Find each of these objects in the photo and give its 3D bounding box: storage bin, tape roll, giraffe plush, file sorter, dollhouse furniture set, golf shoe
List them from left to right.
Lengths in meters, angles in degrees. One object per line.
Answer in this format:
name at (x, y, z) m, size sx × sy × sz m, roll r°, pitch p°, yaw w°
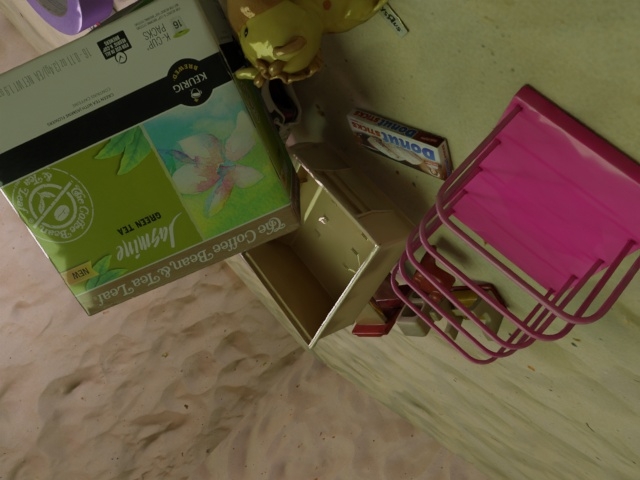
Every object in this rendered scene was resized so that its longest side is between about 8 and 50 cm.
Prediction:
tape roll at (-0.574, -0.591, 1.157) m, size 0.274 × 0.090 × 0.275 m, roll 32°, pitch 149°, yaw 22°
golf shoe at (-0.095, -0.192, 0.923) m, size 0.120 × 0.105 × 0.273 m, roll 19°, pitch 128°, yaw 34°
giraffe plush at (-0.031, -0.255, 0.601) m, size 0.210 × 0.170 × 0.181 m, roll 43°, pitch 164°, yaw 6°
storage bin at (0.000, 0.000, 0.969) m, size 0.260 × 0.123 × 0.262 m, roll 49°, pitch 131°, yaw 25°
dollhouse furniture set at (0.164, 0.072, 1.065) m, size 0.374 × 0.152 × 0.201 m, roll -11°, pitch 124°, yaw 51°
file sorter at (0.218, 0.015, 0.641) m, size 0.202 × 0.182 × 0.291 m, roll 41°, pitch 164°, yaw 13°

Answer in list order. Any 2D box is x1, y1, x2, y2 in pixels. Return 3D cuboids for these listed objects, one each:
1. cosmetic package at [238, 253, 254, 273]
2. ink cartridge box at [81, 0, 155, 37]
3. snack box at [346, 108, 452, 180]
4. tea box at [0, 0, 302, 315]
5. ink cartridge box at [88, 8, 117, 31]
cosmetic package at (-0.206, -0.009, 1.705) m, size 0.296 × 0.153 × 0.129 m, roll 54°, pitch 163°, yaw -27°
ink cartridge box at (-0.335, -0.353, 1.146) m, size 0.201 × 0.117 × 0.278 m, roll 5°, pitch 140°, yaw 46°
snack box at (0.114, -0.144, 0.796) m, size 0.178 × 0.022 × 0.064 m, roll 31°, pitch 158°, yaw 40°
tea box at (-0.235, -0.127, 0.759) m, size 0.220 × 0.328 × 0.324 m, roll -98°, pitch -17°, yaw -67°
ink cartridge box at (-0.570, -0.575, 1.354) m, size 0.099 × 0.056 × 0.135 m, roll 49°, pitch 163°, yaw -18°
